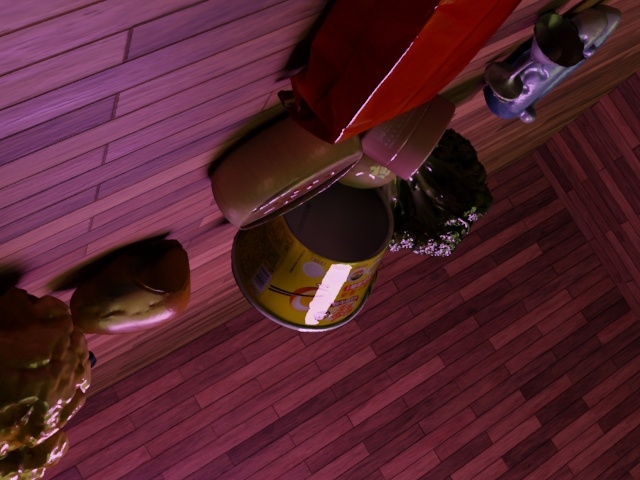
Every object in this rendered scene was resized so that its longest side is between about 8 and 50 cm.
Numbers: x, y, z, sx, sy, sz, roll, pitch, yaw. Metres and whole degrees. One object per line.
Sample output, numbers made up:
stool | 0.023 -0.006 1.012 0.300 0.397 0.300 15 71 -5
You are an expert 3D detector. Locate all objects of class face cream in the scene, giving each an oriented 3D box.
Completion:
face cream | 0.138 -0.188 1.445 0.149 0.104 0.149 -56 -175 7

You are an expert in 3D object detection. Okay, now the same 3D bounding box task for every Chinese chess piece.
Chinese chess piece | -0.053 -0.115 1.383 0.249 0.103 0.250 -31 175 -3

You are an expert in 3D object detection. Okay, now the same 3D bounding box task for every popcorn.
popcorn | -0.471 0.227 1.280 0.264 0.332 0.225 -1 -159 -11

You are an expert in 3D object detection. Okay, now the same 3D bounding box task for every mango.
mango | -0.337 0.100 1.542 0.166 0.136 0.236 -32 169 35

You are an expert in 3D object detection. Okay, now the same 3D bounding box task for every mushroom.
mushroom | 0.081 -0.153 1.630 0.148 0.112 0.148 -6 169 -1

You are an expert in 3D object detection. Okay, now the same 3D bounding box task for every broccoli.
broccoli | 0.203 -0.120 1.887 0.303 0.321 0.283 -17 141 14

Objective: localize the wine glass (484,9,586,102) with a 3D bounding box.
wine glass | 0.407 -0.345 1.699 0.122 0.122 0.183 -27 174 -31

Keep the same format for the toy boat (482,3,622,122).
toy boat | 0.497 -0.362 1.863 0.330 0.123 0.215 -37 177 33

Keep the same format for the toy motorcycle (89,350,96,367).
toy motorcycle | -0.571 0.250 1.631 0.319 0.241 0.182 -25 132 -6

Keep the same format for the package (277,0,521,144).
package | 0.102 -0.249 1.018 0.196 0.123 0.423 -25 169 -30

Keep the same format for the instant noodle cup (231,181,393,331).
instant noodle cup | 0.000 0.000 1.728 0.311 0.311 0.221 -27 163 -33
